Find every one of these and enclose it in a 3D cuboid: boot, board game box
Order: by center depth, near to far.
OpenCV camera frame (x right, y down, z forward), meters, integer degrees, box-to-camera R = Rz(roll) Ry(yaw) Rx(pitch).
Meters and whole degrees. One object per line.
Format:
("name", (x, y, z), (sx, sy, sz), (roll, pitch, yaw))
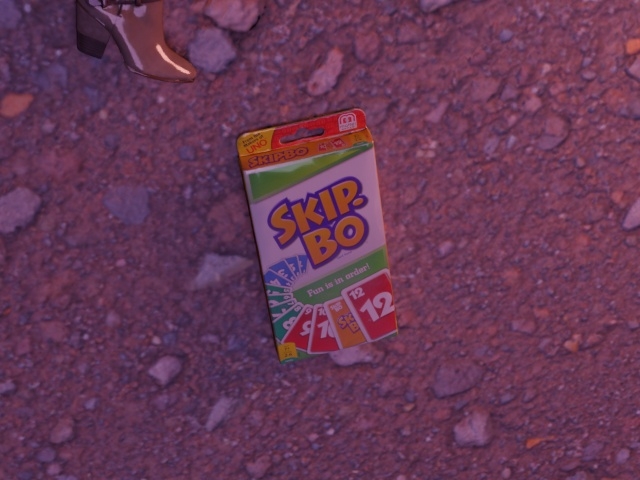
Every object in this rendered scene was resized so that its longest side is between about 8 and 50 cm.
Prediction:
("boot", (-0.147, -0.185, 1.174), (0.118, 0.042, 0.087), (13, 118, -23))
("board game box", (0.000, 0.000, 1.349), (0.124, 0.039, 0.259), (-14, 124, -6))
